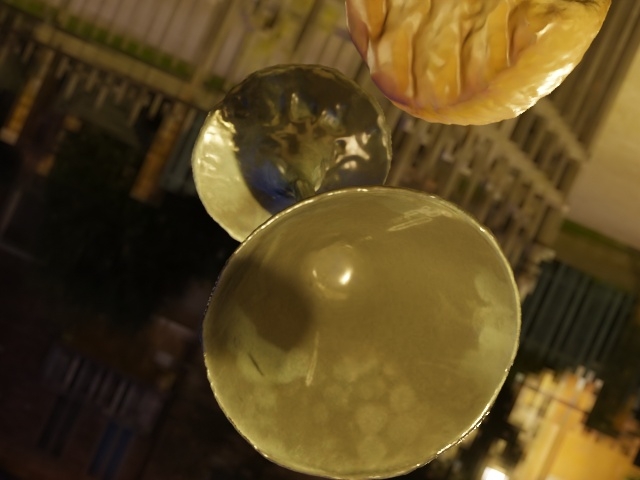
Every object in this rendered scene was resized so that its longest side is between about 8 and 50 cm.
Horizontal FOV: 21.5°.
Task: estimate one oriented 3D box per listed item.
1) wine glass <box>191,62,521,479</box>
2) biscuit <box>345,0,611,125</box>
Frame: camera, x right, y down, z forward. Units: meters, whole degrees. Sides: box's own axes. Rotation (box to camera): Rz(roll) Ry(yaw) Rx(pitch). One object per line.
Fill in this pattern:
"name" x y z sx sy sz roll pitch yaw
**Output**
"wine glass" 0.000 0.000 1.517 0.267 0.267 0.406 24 -163 -20
"biscuit" 0.113 -0.206 1.290 0.091 0.274 0.213 13 144 -38
